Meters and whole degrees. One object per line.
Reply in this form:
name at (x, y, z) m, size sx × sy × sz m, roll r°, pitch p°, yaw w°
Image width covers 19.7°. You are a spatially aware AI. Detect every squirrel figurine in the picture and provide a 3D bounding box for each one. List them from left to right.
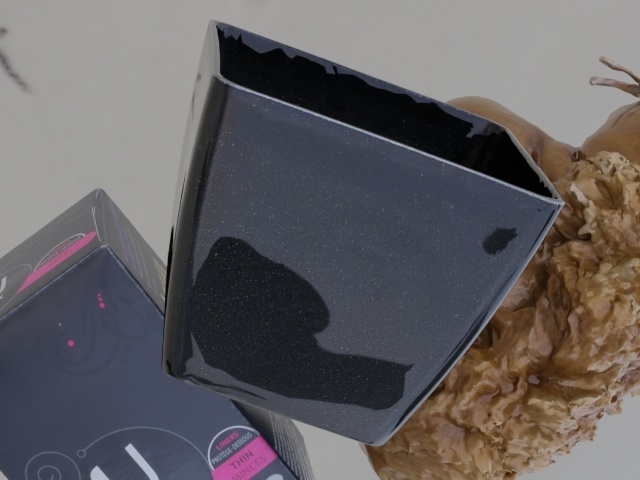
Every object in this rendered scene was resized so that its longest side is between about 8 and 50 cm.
squirrel figurine at (0.185, 0.022, 1.335) m, size 0.370 × 0.397 × 0.281 m, roll -16°, pitch 111°, yaw -2°

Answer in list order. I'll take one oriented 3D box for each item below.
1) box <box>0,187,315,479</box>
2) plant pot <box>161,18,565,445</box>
box at (-0.141, 0.126, 1.347) m, size 0.165 × 0.143 × 0.270 m, roll -36°, pitch 109°, yaw 5°
plant pot at (0.000, 0.000, 1.006) m, size 0.188 × 0.187 × 0.167 m, roll -102°, pitch -147°, yaw -73°
